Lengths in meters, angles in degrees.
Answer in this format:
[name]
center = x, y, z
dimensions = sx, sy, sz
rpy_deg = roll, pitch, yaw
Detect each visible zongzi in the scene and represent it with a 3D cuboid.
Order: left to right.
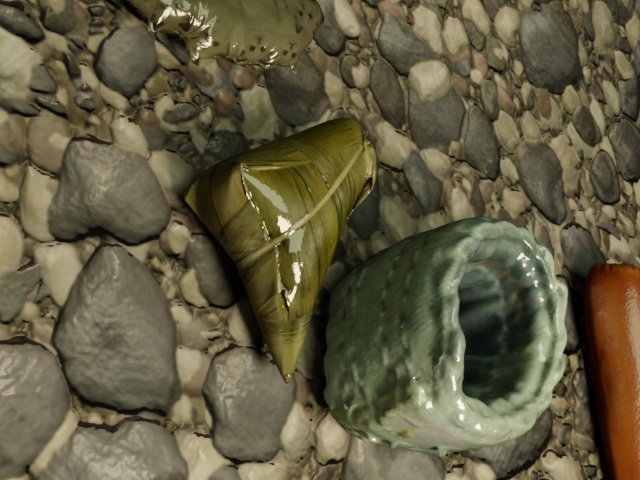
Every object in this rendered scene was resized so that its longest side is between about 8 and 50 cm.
[zongzi]
center = 0.001, -0.001, 0.956
dimensions = 0.205, 0.094, 0.204
rpy_deg = -27, 98, -43

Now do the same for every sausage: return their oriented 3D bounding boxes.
[sausage]
center = 0.369, 0.170, 1.221
dimensions = 0.089, 0.083, 0.300
rpy_deg = 7, 72, -52

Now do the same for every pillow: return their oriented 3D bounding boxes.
[pillow]
center = -0.082, -0.205, 0.978
dimensions = 0.241, 0.051, 0.093
rpy_deg = -3, 78, -44

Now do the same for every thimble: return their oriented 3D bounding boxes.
[thimble]
center = 0.122, 0.094, 0.973
dimensions = 0.250, 0.172, 0.204
rpy_deg = -42, 106, -42
